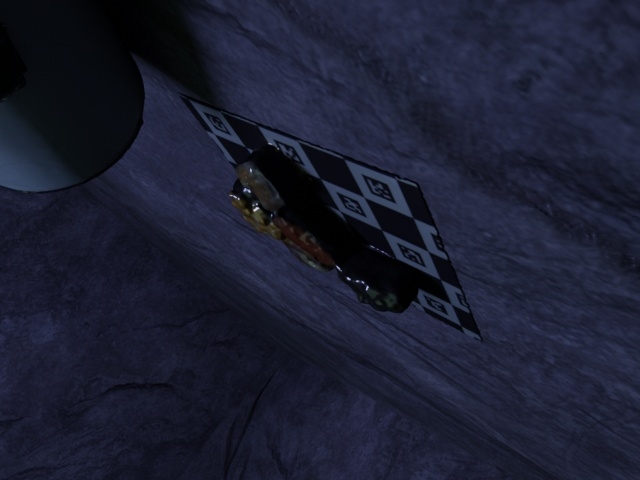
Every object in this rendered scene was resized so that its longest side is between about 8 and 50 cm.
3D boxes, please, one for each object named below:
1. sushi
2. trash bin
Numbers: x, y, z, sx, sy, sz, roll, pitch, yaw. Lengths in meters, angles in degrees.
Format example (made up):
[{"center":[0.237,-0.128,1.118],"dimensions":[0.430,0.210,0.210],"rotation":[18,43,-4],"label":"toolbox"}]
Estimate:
[{"center":[0.000,0.000,0.740],"dimensions":[0.359,0.064,0.343],"rotation":[26,162,36],"label":"sushi"},{"center":[-0.311,-0.194,0.566],"dimensions":[0.277,0.217,0.262],"rotation":[58,172,18],"label":"trash bin"}]
